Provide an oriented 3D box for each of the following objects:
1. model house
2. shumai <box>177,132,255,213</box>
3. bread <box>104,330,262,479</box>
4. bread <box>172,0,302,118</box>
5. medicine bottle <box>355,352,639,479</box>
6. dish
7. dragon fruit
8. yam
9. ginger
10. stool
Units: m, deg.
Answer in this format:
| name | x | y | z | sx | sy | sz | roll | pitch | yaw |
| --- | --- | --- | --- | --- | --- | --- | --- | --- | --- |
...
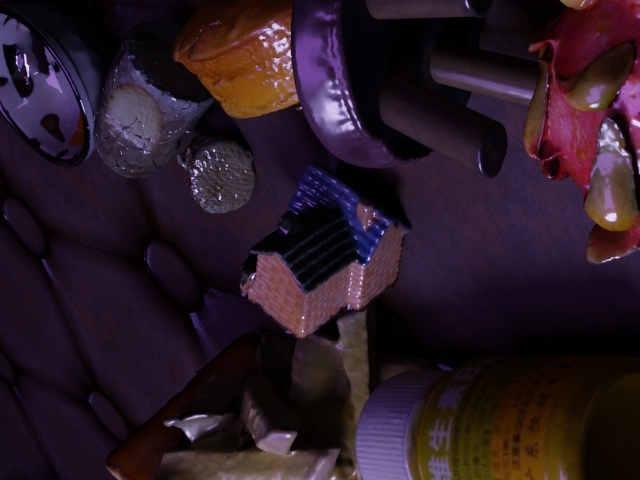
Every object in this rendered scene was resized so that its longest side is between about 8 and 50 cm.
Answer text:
| name | x | y | z | sx | sy | sz | roll | pitch | yaw |
| --- | --- | --- | --- | --- | --- | --- | --- | --- | --- |
| model house | 0.000 | 0.000 | 1.468 | 0.166 | 0.183 | 0.172 | 38 | 147 | 20 |
| shumai | -0.155 | -0.103 | 1.665 | 0.087 | 0.099 | 0.123 | 42 | 148 | 47 |
| bread | -0.100 | 0.333 | 1.772 | 0.333 | 0.323 | 0.143 | 29 | 150 | 31 |
| bread | -0.050 | -0.235 | 1.304 | 0.142 | 0.195 | 0.270 | 53 | 152 | -19 |
| medicine bottle | 0.227 | 0.245 | 1.377 | 0.384 | 0.224 | 0.224 | -10 | 112 | 55 |
| dish | -0.406 | -0.259 | 1.796 | 0.303 | 0.120 | 0.303 | 32 | 142 | 30 |
| dragon fruit | 0.290 | -0.110 | 0.994 | 0.228 | 0.243 | 0.307 | 11 | 172 | 18 |
| yam | -0.229 | -0.198 | 1.608 | 0.154 | 0.154 | 0.254 | 51 | 150 | 4 |
| ginger | -0.060 | 0.240 | 1.609 | 0.358 | 0.413 | 0.211 | 43 | 161 | 37 |
| stool | 0.115 | -0.192 | 1.080 | 0.179 | 0.272 | 0.272 | 13 | 130 | 35 |
